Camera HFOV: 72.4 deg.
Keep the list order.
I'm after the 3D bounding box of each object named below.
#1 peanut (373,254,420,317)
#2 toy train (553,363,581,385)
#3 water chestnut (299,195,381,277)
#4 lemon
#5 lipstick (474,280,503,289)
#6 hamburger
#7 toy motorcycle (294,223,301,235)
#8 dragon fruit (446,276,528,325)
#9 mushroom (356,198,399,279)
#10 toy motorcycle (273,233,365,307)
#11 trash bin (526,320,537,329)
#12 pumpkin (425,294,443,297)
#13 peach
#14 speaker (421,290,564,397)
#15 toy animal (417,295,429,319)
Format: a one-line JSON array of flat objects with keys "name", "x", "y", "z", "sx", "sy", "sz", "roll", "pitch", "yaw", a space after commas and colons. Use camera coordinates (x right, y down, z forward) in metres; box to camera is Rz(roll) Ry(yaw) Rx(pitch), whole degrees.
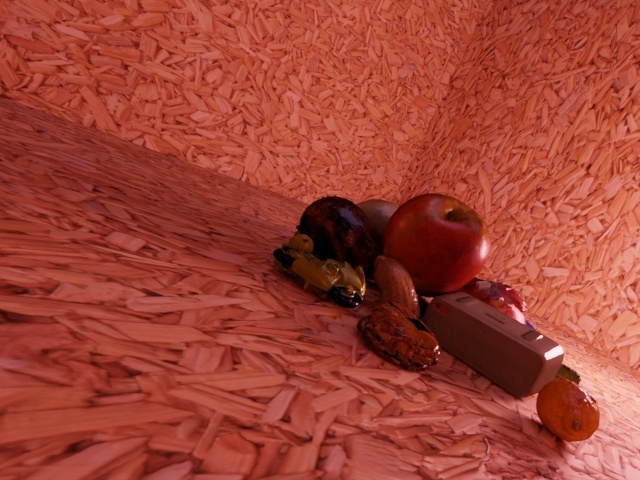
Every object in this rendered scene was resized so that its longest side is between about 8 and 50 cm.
[{"name": "peanut", "x": 0.244, "y": 0.166, "z": 1.442, "sx": 0.122, "sy": 0.253, "sz": 0.137, "roll": -9, "pitch": -10, "yaw": -30}, {"name": "toy train", "x": 0.845, "y": 0.475, "z": 1.602, "sx": 0.202, "sy": 0.081, "sz": 0.060, "roll": 27, "pitch": 10, "yaw": 18}, {"name": "water chestnut", "x": 0.047, "y": 0.022, "z": 1.592, "sx": 0.302, "sy": 0.350, "sz": 0.350, "roll": -28, "pitch": 36, "yaw": -20}, {"name": "lemon", "x": 0.626, "y": 0.432, "z": 1.106, "sx": 0.142, "sy": 0.142, "sz": 0.187, "roll": 27, "pitch": 12, "yaw": 13}, {"name": "lipstick", "x": 0.612, "y": 0.159, "z": 1.576, "sx": 0.107, "sy": 0.025, "sz": 0.025, "roll": -4, "pitch": 39, "yaw": -11}, {"name": "hamburger", "x": 0.209, "y": 0.252, "z": 1.167, "sx": 0.231, "sy": 0.106, "sz": 0.231, "roll": 30, "pitch": 13, "yaw": -7}, {"name": "toy motorcycle", "x": 0.000, "y": 0.000, "z": 1.951, "sx": 0.275, "sy": 0.127, "sz": 0.205, "roll": 11, "pitch": 13, "yaw": -44}, {"name": "dragon fruit", "x": 0.649, "y": 0.271, "z": 1.700, "sx": 0.371, "sy": 0.249, "sz": 0.386, "roll": 31, "pitch": 1, "yaw": 25}, {"name": "mushroom", "x": 0.236, "y": -0.001, "z": 1.857, "sx": 0.352, "sy": 0.352, "sz": 0.260, "roll": 25, "pitch": 21, "yaw": 2}, {"name": "toy motorcycle", "x": 0.012, "y": 0.102, "z": 1.374, "sx": 0.342, "sy": 0.142, "sz": 0.206, "roll": 32, "pitch": 10, "yaw": 30}, {"name": "trash bin", "x": 0.802, "y": 0.360, "z": 1.931, "sx": 0.163, "sy": 0.184, "sz": 0.234, "roll": 13, "pitch": 26, "yaw": -48}, {"name": "pumpkin", "x": 0.502, "y": 0.118, "z": 1.999, "sx": 0.364, "sy": 0.266, "sz": 0.363, "roll": 13, "pitch": -15, "yaw": 4}, {"name": "peach", "x": 0.402, "y": 0.026, "z": 1.582, "sx": 0.388, "sy": 0.388, "sz": 0.388, "roll": 24, "pitch": 9, "yaw": -4}, {"name": "speaker", "x": 0.531, "y": 0.318, "z": 1.396, "sx": 0.406, "sy": 0.183, "sz": 0.184, "roll": 31, "pitch": 17, "yaw": 38}, {"name": "toy animal", "x": 0.386, "y": 0.249, "z": 1.686, "sx": 0.233, "sy": 0.084, "sz": 0.148, "roll": 26, "pitch": 8, "yaw": 31}]
